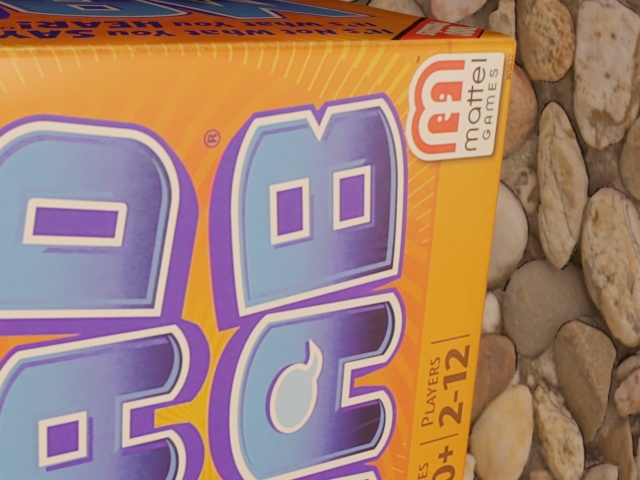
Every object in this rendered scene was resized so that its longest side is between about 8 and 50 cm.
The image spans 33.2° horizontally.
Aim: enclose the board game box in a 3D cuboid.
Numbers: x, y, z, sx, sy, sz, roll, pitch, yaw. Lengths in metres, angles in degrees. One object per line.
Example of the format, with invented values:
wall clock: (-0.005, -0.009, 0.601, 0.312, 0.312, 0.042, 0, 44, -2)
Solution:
board game box: (-0.155, 0.035, 0.633, 0.357, 0.356, 0.356, -8, 111, -34)
